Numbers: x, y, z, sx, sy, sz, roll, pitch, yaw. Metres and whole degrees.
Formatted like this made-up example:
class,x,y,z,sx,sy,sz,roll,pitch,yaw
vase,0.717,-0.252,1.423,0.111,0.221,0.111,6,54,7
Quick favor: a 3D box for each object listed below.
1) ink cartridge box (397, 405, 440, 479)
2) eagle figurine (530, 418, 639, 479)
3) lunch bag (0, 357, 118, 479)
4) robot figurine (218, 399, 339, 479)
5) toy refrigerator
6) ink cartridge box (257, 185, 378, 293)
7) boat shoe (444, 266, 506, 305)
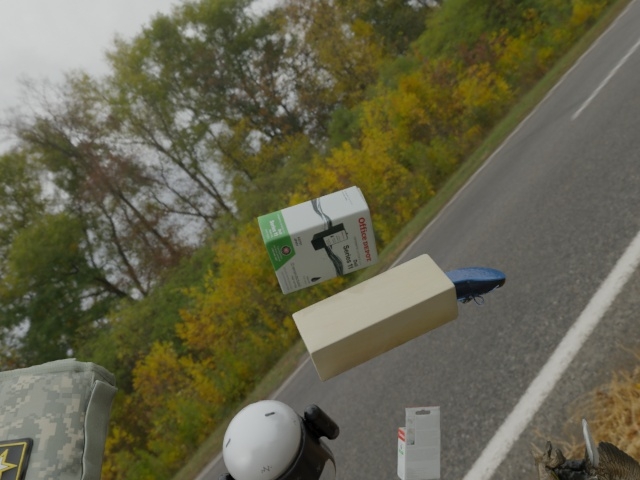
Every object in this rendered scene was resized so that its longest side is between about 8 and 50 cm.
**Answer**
class,x,y,z,sx,sy,sz,roll,pitch,yaw
ink cartridge box,0.158,0.321,0.861,0.029,0.063,0.115,168,104,-76
eagle figurine,0.575,0.517,1.080,0.225,0.299,0.226,93,-158,-65
lunch bag,-0.327,0.267,0.522,0.287,0.169,0.235,-31,42,16
robot figurine,-0.077,0.440,1.084,0.174,0.278,0.209,-5,43,35
toy refrigerator,0.099,0.136,0.957,0.270,0.094,0.102,-24,39,-8
ink cartridge box,0.000,0.000,1.068,0.209,0.153,0.086,-19,41,-3
boat shoe,0.397,0.134,1.525,0.259,0.088,0.109,-5,20,-10
